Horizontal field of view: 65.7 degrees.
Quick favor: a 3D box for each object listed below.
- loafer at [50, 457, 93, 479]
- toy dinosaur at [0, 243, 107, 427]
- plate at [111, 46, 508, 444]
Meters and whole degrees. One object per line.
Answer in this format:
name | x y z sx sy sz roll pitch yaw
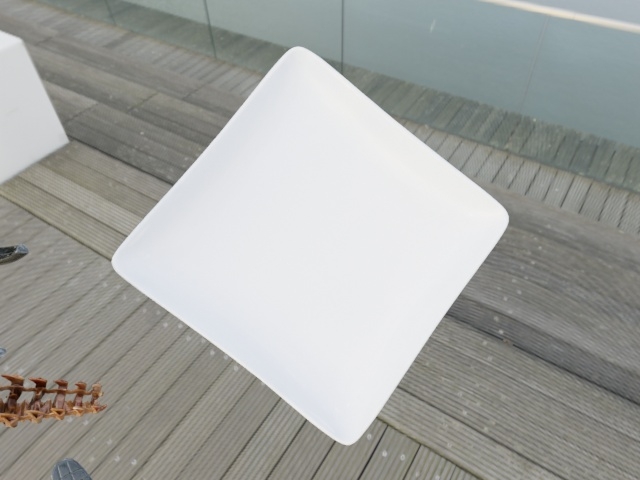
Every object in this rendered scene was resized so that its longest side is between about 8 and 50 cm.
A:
loafer | -0.367 0.410 0.763 0.062 0.170 0.061 -22 7 -26
toy dinosaur | -0.293 0.065 0.289 0.322 0.218 0.164 3 52 -57
plate | 0.000 0.000 0.481 0.277 0.045 0.278 38 81 -2
